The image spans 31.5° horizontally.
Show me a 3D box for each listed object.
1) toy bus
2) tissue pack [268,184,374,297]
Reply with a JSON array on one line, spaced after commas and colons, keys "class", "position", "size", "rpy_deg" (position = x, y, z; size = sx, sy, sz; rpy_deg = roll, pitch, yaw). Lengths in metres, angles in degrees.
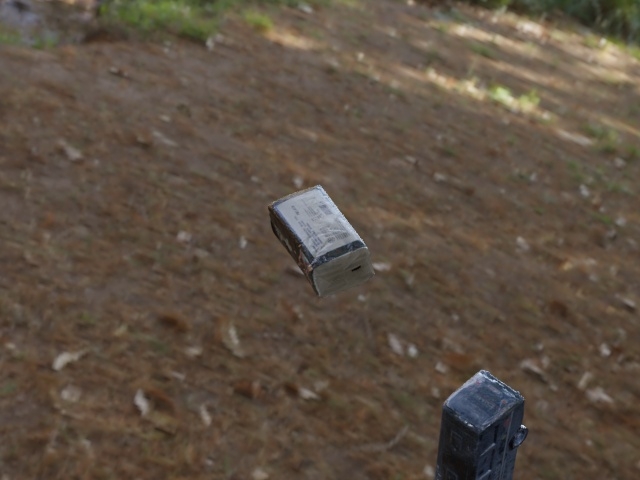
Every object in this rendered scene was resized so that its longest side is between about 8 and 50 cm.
[{"class": "toy bus", "position": [0.118, 0.174, 0.866], "size": [0.065, 0.166, 0.047], "rpy_deg": [-31, 49, -32]}, {"class": "tissue pack", "position": [0.000, 0.001, 1.767], "size": [0.103, 0.090, 0.170], "rpy_deg": [-22, 45, -15]}]
